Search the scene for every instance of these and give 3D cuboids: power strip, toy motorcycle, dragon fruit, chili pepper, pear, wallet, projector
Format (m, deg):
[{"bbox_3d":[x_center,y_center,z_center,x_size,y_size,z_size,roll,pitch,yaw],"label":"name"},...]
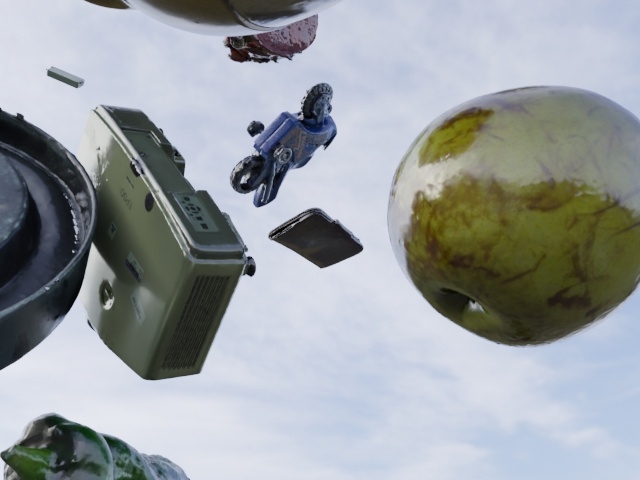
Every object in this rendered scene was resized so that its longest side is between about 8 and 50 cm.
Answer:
[{"bbox_3d":[-0.512,-0.327,1.587,0.083,0.027,0.017,23,-63,6],"label":"power strip"},{"bbox_3d":[-0.046,-0.138,1.154,0.205,0.076,0.114,-47,-28,3],"label":"toy motorcycle"},{"bbox_3d":[-0.134,-0.508,1.819,0.147,0.282,0.211,6,-53,51],"label":"dragon fruit"},{"bbox_3d":[-0.189,0.228,0.703,0.099,0.136,0.270,-19,-35,6],"label":"chili pepper"},{"bbox_3d":[0.210,-0.030,0.819,0.284,0.283,0.283,0,-31,0],"label":"pear"},{"bbox_3d":[0.000,0.000,1.783,0.137,0.031,0.255,-27,-28,17],"label":"wallet"},{"bbox_3d":[-0.173,0.007,0.783,0.088,0.269,0.193,2,-55,-39],"label":"projector"}]

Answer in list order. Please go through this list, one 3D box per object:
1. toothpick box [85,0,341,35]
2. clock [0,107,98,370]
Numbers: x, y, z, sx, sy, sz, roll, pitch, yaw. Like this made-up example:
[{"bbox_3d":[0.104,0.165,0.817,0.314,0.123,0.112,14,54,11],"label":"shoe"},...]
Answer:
[{"bbox_3d":[-0.097,-0.442,0.891,0.409,0.408,0.425,28,-28,-37],"label":"toothpick box"},{"bbox_3d":[-0.392,-0.014,0.684,0.387,0.386,0.076,8,-54,-12],"label":"clock"}]
